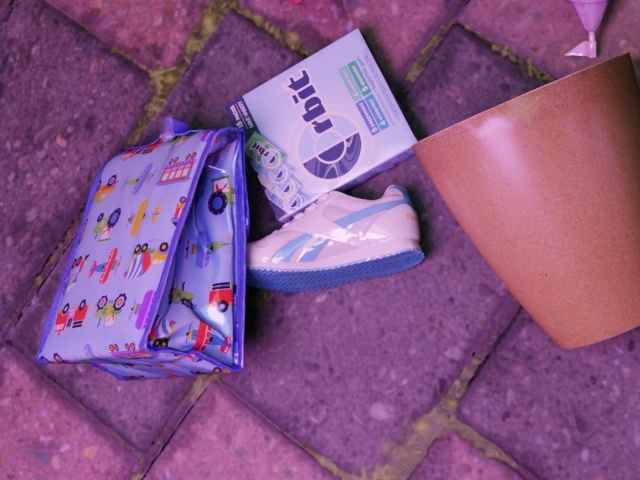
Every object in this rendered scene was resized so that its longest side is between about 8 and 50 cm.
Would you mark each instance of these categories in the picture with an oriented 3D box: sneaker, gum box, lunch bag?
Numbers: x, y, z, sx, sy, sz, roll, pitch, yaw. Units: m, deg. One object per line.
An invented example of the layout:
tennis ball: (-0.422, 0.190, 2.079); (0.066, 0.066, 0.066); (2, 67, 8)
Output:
sneaker: (0.000, 0.000, 1.390); (0.228, 0.087, 0.092); (-10, 70, 10)
gum box: (0.002, -0.130, 1.423); (0.184, 0.041, 0.157); (-29, 75, 10)
lunch bag: (-0.189, 0.000, 1.386); (0.221, 0.138, 0.293); (-10, 68, 46)

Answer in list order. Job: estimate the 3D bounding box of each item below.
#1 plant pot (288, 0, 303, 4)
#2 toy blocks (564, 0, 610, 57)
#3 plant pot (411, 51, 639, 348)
plant pot: (-0.014, -0.444, 1.369); (0.243, 0.275, 0.275); (-38, 74, -2)
toy blocks: (0.388, -0.323, 1.272); (0.288, 0.309, 0.260); (3, 116, 28)
plant pot: (0.251, -0.029, 1.254); (0.237, 0.237, 0.254); (-23, 90, 12)
